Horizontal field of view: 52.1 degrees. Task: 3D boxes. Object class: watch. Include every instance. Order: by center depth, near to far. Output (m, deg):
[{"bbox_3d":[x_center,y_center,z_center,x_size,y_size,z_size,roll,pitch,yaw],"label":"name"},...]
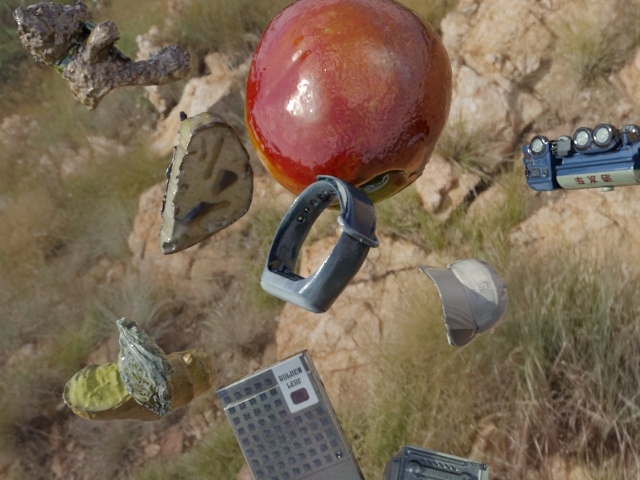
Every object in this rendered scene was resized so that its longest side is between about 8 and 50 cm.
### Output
[{"bbox_3d":[0.000,0.000,0.910,0.206,0.068,0.193,11,73,62],"label":"watch"}]

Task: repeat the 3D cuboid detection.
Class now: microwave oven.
[{"bbox_3d":[0.194,0.517,1.193,0.193,0.145,0.241,15,63,-1],"label":"microwave oven"}]

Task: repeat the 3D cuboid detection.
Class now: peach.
[{"bbox_3d":[0.043,-0.241,1.096,0.372,0.289,0.373,-2,86,38],"label":"peach"}]

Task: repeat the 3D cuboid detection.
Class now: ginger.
[{"bbox_3d":[-0.378,0.316,1.402,0.190,0.354,0.126,-52,55,23],"label":"ginger"}]

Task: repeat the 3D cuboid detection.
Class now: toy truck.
[{"bbox_3d":[0.373,-0.110,0.894,0.074,0.088,0.201,-6,3,-30],"label":"toy truck"}]

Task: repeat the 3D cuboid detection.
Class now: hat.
[{"bbox_3d":[0.355,0.128,1.611,0.161,0.275,0.232,-43,56,31],"label":"hat"}]

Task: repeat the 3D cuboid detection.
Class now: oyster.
[{"bbox_3d":[-0.310,0.227,1.158,0.124,0.177,0.064,7,23,24],"label":"oyster"}]

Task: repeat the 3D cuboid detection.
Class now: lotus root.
[{"bbox_3d":[-0.206,-0.103,1.207,0.170,0.261,0.074,-2,22,-30],"label":"lotus root"}]

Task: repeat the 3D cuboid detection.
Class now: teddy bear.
[{"bbox_3d":[-0.441,-0.399,1.341,0.296,0.223,0.246,-26,19,-19],"label":"teddy bear"}]

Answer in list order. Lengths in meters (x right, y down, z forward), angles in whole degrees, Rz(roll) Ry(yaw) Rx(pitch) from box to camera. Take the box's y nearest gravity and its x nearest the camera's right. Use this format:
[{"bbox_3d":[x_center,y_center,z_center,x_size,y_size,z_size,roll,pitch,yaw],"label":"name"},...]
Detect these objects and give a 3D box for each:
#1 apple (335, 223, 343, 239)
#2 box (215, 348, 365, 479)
[{"bbox_3d":[0.084,-0.026,1.833,0.084,0.084,0.071,32,106,42],"label":"apple"},{"bbox_3d":[-0.039,0.375,1.154,0.180,0.047,0.325,-25,86,9],"label":"box"}]
